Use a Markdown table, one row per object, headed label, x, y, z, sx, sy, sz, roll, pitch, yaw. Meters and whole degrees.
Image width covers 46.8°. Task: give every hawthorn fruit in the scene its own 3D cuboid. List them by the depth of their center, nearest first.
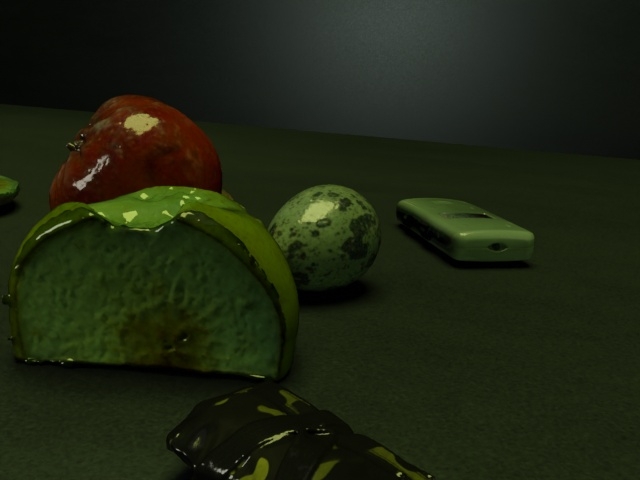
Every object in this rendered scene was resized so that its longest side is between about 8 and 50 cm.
| label | x | y | z | sx | sy | sz | roll | pitch | yaw |
| --- | --- | --- | --- | --- | --- | --- | --- | --- | --- |
| hawthorn fruit | -0.231 | -0.068 | 1.048 | 0.271 | 0.242 | 0.242 | 31 | 2 | -25 |

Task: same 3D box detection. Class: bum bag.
| label | x | y | z | sx | sy | sz | roll | pitch | yaw |
| --- | --- | --- | --- | --- | --- | --- | --- | --- | --- |
| bum bag | -0.011 | 0.151 | 0.478 | 0.106 | 0.060 | 0.232 | -19 | 23 | -35 |

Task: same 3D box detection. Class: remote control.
| label | x | y | z | sx | sy | sz | roll | pitch | yaw |
| --- | --- | --- | --- | --- | --- | --- | --- | --- | --- |
| remote control | 0.223 | -0.023 | 1.214 | 0.140 | 0.056 | 0.296 | 1 | 13 | -14 |

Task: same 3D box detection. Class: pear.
| label | x | y | z | sx | sy | sz | roll | pitch | yaw |
| --- | --- | --- | --- | --- | --- | --- | --- | --- | --- |
| pear | -0.147 | 0.023 | 0.766 | 0.292 | 0.160 | 0.292 | 3 | 11 | -1 |

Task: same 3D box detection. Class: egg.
| label | x | y | z | sx | sy | sz | roll | pitch | yaw |
| --- | --- | --- | --- | --- | --- | --- | --- | --- | --- |
| egg | 0.000 | 0.000 | 0.930 | 0.132 | 0.132 | 0.172 | 15 | 31 | 40 |

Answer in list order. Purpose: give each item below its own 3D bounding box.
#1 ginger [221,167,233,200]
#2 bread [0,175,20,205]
| label | x | y | z | sx | sy | sz | roll | pitch | yaw |
| --- | --- | --- | --- | --- | --- | --- | --- | --- | --- |
| ginger | -0.231 | -0.071 | 1.297 | 0.149 | 0.065 | 0.259 | -15 | 31 | -8 |
| bread | -0.673 | -0.074 | 1.262 | 0.301 | 0.045 | 0.301 | 0 | 15 | 0 |
